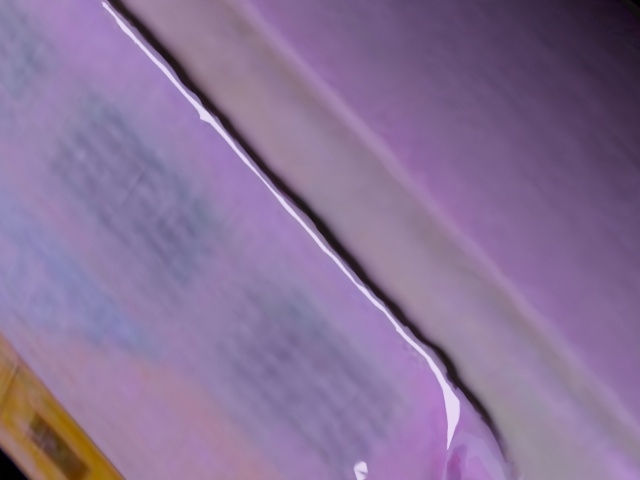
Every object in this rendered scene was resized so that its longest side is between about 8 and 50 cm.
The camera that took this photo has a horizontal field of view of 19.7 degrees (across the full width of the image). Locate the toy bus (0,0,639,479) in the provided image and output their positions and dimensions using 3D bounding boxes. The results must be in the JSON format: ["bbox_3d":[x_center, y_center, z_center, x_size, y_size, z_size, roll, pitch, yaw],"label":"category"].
[{"bbox_3d":[0.000,0.000,0.458,0.386,0.171,0.162,46,143,12],"label":"toy bus"}]

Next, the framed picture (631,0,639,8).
[{"bbox_3d":[0.050,-0.112,0.456,0.216,0.016,0.273,36,145,26],"label":"framed picture"}]
